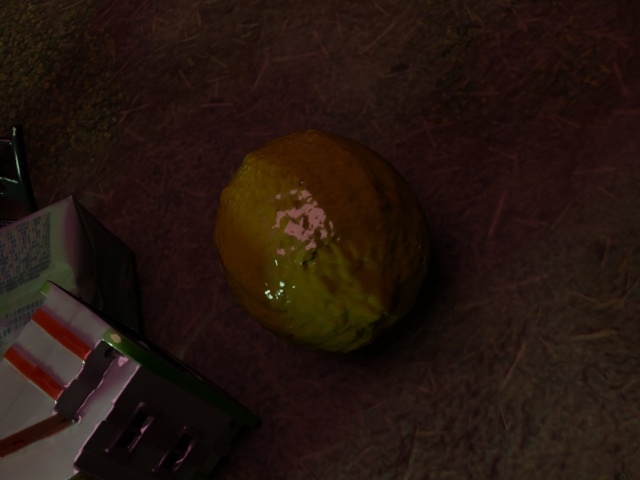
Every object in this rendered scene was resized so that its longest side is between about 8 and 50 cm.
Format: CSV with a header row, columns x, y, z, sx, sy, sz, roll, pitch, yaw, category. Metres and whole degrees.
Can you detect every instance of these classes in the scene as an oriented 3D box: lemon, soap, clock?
x,y,z,sx,sy,sz,roll,pitch,yaw,category
0.000,0.000,1.014,0.192,0.192,0.231,-44,51,1,lemon
-0.302,0.083,1.158,0.199,0.138,0.182,-24,58,14,soap
-0.241,0.222,0.995,0.166,0.235,0.309,29,81,35,clock

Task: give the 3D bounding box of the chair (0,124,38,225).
x,y,z,sx,sy,sz,roll,pitch,yaw,category
-0.445,-0.107,1.304,0.260,0.154,0.141,4,43,7,chair
